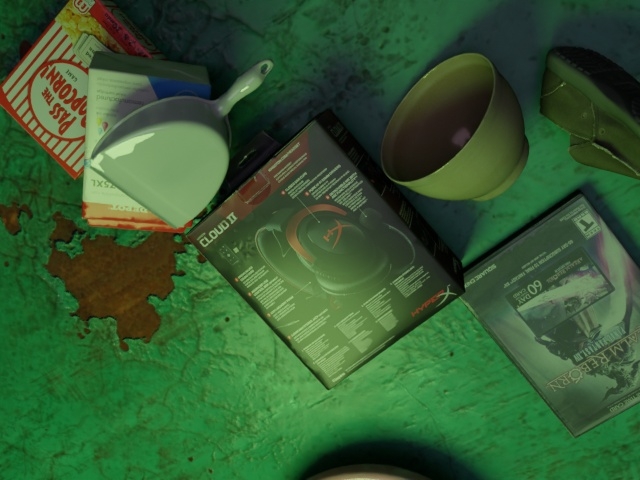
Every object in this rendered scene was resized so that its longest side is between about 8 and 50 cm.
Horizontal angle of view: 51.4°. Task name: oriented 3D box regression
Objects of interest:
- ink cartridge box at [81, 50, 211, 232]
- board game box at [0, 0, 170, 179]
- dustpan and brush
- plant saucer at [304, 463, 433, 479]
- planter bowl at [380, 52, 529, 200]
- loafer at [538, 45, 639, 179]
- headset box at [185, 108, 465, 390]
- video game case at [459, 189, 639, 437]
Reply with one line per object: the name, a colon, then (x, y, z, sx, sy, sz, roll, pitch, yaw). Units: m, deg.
ink cartridge box: (-0.213, -0.097, 0.801, 0.134, 0.078, 0.231, 4, 119, -16)
board game box: (-0.294, -0.196, 0.835, 0.193, 0.045, 0.147, -42, 97, 18)
dustpan and brush: (-0.130, -0.122, 0.735, 0.211, 0.060, 0.147, -34, 135, 14)
plant saucer: (0.083, 0.455, 0.961, 0.332, 0.084, 0.332, 3, 109, 8)
planter bowl: (0.162, -0.110, 0.741, 0.109, 0.162, 0.162, 29, 112, -30)
loafer: (0.316, -0.109, 0.689, 0.094, 0.251, 0.087, -6, 134, -22)
headset box: (0.000, 0.000, 0.814, 0.218, 0.110, 0.293, -40, 98, 19)
video game case: (0.323, 0.100, 0.838, 0.196, 0.026, 0.274, -38, 97, 18)
